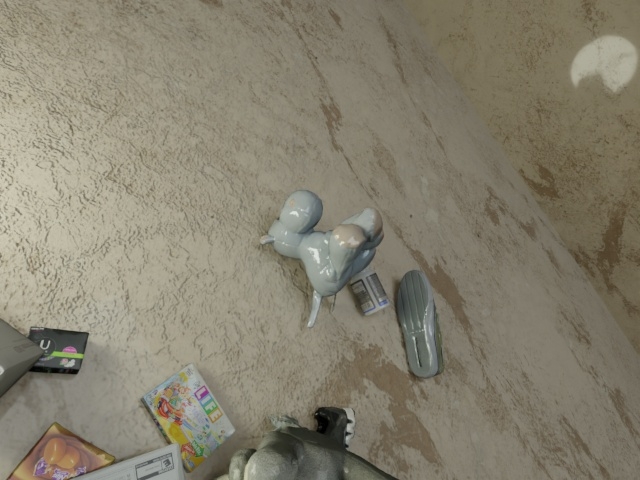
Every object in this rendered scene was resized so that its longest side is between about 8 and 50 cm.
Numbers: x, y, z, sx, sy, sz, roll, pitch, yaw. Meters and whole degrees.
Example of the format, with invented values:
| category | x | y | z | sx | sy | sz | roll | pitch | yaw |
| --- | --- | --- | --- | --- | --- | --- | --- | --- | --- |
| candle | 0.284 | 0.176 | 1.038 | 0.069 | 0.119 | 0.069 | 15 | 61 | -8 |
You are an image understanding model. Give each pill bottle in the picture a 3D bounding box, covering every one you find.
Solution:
| category | x | y | z | sx | sy | sz | roll | pitch | yaw |
| --- | --- | --- | --- | --- | --- | --- | --- | --- | --- |
| pill bottle | 0.128 | 0.128 | 1.097 | 0.078 | 0.078 | 0.137 | -15 | 75 | -42 |

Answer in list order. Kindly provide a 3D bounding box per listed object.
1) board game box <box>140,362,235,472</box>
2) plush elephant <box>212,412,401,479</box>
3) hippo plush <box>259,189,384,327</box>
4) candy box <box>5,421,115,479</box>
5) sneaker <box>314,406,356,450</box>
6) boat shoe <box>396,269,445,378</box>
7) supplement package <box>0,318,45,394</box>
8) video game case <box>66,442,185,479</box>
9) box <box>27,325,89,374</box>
| category | x | y | z | sx | sy | sz | roll | pitch | yaw |
| --- | --- | --- | --- | --- | --- | --- | --- | --- | --- |
| board game box | -0.240 | 0.319 | 0.736 | 0.103 | 0.026 | 0.154 | -32 | 87 | -44 |
| plush elephant | -0.056 | 0.457 | 0.661 | 0.271 | 0.330 | 0.256 | 23 | 76 | -19 |
| hippo plush | 0.000 | 0.000 | 1.004 | 0.236 | 0.294 | 0.234 | 36 | 30 | 18 |
| candy box | -0.400 | 0.372 | 0.565 | 0.109 | 0.053 | 0.187 | 40 | 49 | -14 |
| sneaker | 0.013 | 0.454 | 0.825 | 0.106 | 0.078 | 0.235 | 25 | 49 | -21 |
| boat shoe | 0.290 | 0.238 | 1.159 | 0.094 | 0.109 | 0.303 | 20 | 62 | -47 |
| supplement package | -0.539 | 0.123 | 0.480 | 0.293 | 0.177 | 0.175 | 43 | 70 | -11 |
| video game case | -0.289 | 0.421 | 0.563 | 0.212 | 0.023 | 0.194 | -4 | 67 | -37 |
| box | -0.429 | 0.179 | 0.652 | 0.083 | 0.052 | 0.062 | 15 | 57 | -29 |
